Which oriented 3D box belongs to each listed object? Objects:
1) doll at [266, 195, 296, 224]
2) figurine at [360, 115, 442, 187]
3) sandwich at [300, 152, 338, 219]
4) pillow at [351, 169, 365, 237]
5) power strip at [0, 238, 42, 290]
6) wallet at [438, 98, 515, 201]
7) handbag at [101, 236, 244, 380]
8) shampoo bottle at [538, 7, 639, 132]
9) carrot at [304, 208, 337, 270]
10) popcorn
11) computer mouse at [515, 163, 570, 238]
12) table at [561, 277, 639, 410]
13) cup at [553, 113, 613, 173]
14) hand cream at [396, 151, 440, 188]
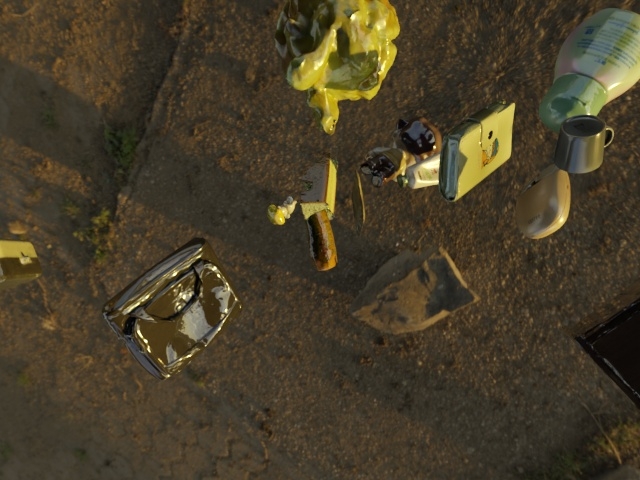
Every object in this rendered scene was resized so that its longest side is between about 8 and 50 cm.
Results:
[{"bbox_3d":[-0.124,-0.106,1.444,0.071,0.113,0.135,49,134,12],"label":"doll"},{"bbox_3d":[0.320,-0.328,1.643,0.218,0.365,0.206,46,166,17],"label":"figurine"},{"bbox_3d":[-0.004,-0.205,1.574,0.128,0.122,0.235,1,66,12],"label":"sandwich"},{"bbox_3d":[0.122,-0.121,1.354,0.033,0.217,0.130,-1,144,-4],"label":"pillow"},{"bbox_3d":[-0.537,0.063,0.581,0.257,0.105,0.069,-19,92,-8],"label":"power strip"},{"bbox_3d":[0.236,-0.140,0.631,0.039,0.155,0.110,27,140,40],"label":"wallet"},{"bbox_3d":[-0.316,0.154,0.948,0.088,0.275,0.244,15,136,46],"label":"handbag"},{"bbox_3d":[0.750,-0.455,1.163,0.222,0.151,0.349,34,86,14],"label":"shampoo bottle"},{"bbox_3d":[0.000,0.000,1.212,0.082,0.082,0.173,-13,92,27],"label":"carrot"},{"bbox_3d":[0.040,-0.446,0.948,0.279,0.274,0.335,-28,74,15],"label":"popcorn"},{"bbox_3d":[0.609,-0.111,1.148,0.082,0.236,0.145,30,145,-7],"label":"computer mouse"},{"bbox_3d":[0.398,0.104,0.433,0.193,0.169,0.172,-42,68,15],"label":"table"},{"bbox_3d":[0.476,-0.179,0.746,0.100,0.078,0.077,-24,135,1],"label":"cup"},{"bbox_3d":[0.436,-0.263,1.494,0.337,0.076,0.121,-19,100,-8],"label":"hand cream"}]
